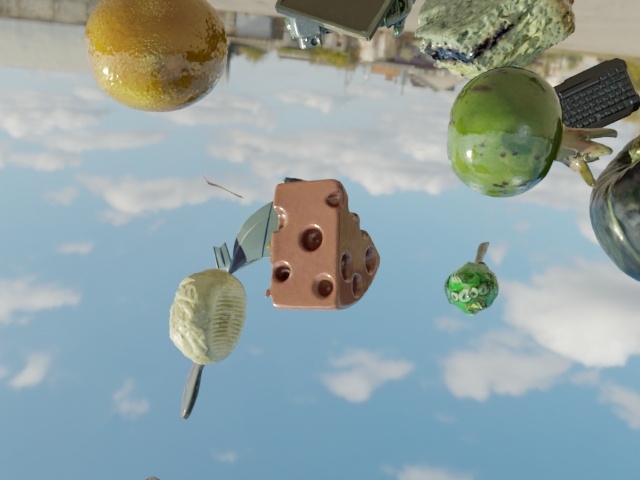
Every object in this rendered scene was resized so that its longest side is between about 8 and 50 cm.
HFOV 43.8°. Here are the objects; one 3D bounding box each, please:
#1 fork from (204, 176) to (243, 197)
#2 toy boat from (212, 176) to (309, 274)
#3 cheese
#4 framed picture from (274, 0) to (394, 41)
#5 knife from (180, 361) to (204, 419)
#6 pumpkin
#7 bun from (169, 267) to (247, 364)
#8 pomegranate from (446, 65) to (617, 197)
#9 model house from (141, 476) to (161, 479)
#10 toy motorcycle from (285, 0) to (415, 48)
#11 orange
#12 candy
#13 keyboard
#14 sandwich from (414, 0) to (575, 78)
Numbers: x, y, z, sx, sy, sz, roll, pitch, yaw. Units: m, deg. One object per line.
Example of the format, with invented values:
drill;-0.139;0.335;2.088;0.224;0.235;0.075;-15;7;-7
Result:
fork;-0.219;-0.117;1.772;0.115;0.012;0.016;29;-157;-35
toy boat;-0.100;-0.010;1.767;0.291;0.220;0.067;-24;-170;-4
cheese;0.009;0.020;1.291;0.128;0.203;0.177;-4;169;25
framed picture;0.060;-0.460;1.336;0.189;0.260;0.023;23;162;22
knife;-0.188;0.185;1.271;0.018;0.247;0.035;0;-153;-39
pumpkin;0.591;-0.070;1.277;0.241;0.323;0.323;41;-163;-1
bun;-0.138;0.088;0.948;0.069;0.115;0.115;10;-165;24
pomegranate;0.285;-0.140;1.098;0.224;0.181;0.181;15;-164;7
model house;-0.172;0.459;1.075;0.321;0.266;0.261;15;-130;40
toy motorcycle;0.064;-0.453;1.577;0.275;0.124;0.187;-12;-158;4
orange;-0.271;-0.318;1.317;0.236;0.236;0.236;6;-165;-2
candy;0.302;0.050;1.517;0.097;0.097;0.323;10;-160;13
keyboard;0.411;-0.215;1.372;0.262;0.106;0.016;-24;-169;15
sandwich;0.299;-0.411;1.368;0.262;0.325;0.131;-17;133;40
